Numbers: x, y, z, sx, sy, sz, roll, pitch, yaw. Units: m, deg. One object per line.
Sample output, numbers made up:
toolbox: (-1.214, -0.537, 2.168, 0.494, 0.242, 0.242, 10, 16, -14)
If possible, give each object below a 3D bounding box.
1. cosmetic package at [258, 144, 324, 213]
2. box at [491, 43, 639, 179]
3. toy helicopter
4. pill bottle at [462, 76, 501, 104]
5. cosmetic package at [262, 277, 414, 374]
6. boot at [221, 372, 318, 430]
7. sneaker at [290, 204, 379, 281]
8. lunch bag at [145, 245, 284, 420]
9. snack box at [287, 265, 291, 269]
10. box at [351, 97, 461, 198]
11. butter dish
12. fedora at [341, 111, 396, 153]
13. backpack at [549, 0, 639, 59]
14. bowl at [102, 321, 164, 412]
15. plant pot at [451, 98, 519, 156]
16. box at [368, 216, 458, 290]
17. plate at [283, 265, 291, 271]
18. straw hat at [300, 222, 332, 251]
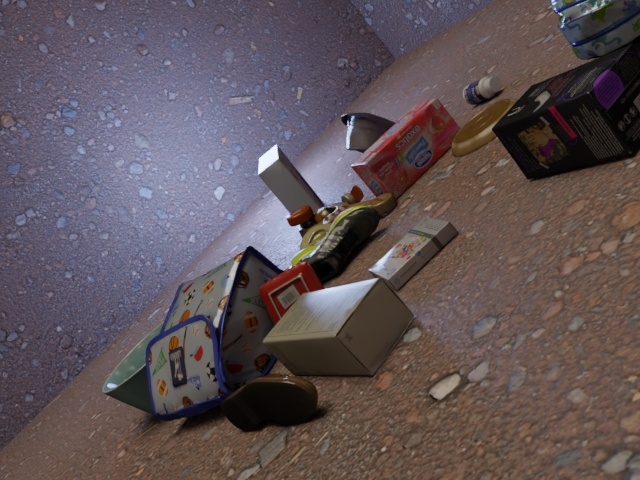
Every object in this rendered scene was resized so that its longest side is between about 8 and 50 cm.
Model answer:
cosmetic package: (-0.098, -0.181, 2.498, 0.097, 0.284, 0.377, -40, 15, 6)
box: (0.500, -0.242, 1.380, 0.165, 0.143, 0.270, -45, 14, -22)
toy helicopter: (0.087, -0.085, 2.122, 0.355, 0.140, 0.235, -13, 20, 41)
pill bottle: (0.508, -0.472, 2.213, 0.067, 0.067, 0.120, -48, 15, -24)
cosmetic package: (0.027, 0.181, 1.429, 0.160, 0.113, 0.309, -49, 16, -27)
boot: (-0.086, 0.299, 1.409, 0.115, 0.112, 0.305, -38, 7, -37)
sneaker: (0.046, 0.029, 1.897, 0.300, 0.111, 0.121, -44, 23, 11)
lunch bag: (-0.263, 0.249, 1.774, 0.327, 0.239, 0.386, -27, 36, 43)
snack box: (-0.046, 0.080, 2.056, 0.100, 0.037, 0.141, -13, 31, 47)
box: (0.257, -0.272, 2.119, 0.300, 0.142, 0.154, -44, 14, -10)
butter dish: (-0.040, 0.145, 1.708, 0.160, 0.160, 0.118, -31, -9, 23)
fedora: (0.178, -0.367, 2.554, 0.275, 0.243, 0.124, 16, 88, 71)
backpack: (0.724, -0.589, 1.699, 0.356, 0.273, 0.290, -57, 24, -10)
bowl: (-0.452, 0.371, 2.021, 0.311, 0.163, 0.311, -38, 15, 12)
plant pot: (0.457, -0.323, 1.973, 0.236, 0.032, 0.236, -39, 14, 11)
box: (0.204, 0.026, 1.581, 0.186, 0.038, 0.145, -44, 14, -5)
plate: (-0.114, 0.125, 2.154, 0.188, 0.024, 0.188, -38, 13, 11)
straw hat: (0.000, 0.000, 1.991, 0.144, 0.144, 0.061, -42, -29, -4)
